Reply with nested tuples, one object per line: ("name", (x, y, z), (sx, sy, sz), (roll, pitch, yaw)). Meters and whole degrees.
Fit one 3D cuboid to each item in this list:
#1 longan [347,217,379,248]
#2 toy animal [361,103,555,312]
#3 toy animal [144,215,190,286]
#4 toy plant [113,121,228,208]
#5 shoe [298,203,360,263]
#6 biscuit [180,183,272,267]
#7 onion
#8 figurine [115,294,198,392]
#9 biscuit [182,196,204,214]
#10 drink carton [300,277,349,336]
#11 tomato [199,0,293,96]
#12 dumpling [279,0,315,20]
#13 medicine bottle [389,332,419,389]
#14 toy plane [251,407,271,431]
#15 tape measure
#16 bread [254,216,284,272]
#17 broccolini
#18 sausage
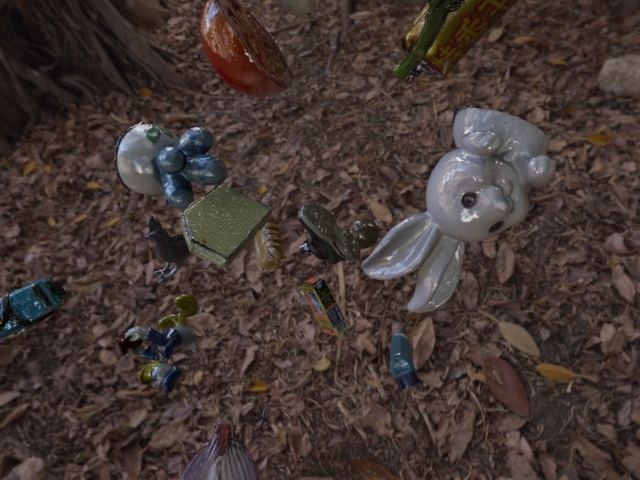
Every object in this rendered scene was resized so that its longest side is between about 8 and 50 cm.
("longan", (0.128, -0.018, 1.436), (0.106, 0.119, 0.106), (18, 52, -24))
("toy animal", (0.143, -0.023, 0.472), (0.221, 0.103, 0.131), (-62, 20, 0))
("toy animal", (-0.451, 0.040, 1.447), (0.081, 0.367, 0.206), (31, 96, 19))
("toy plant", (-0.418, -0.222, 1.373), (0.332, 0.247, 0.247), (16, 54, 30))
("shoe", (0.000, 0.000, 0.933), (0.099, 0.169, 0.071), (-29, 38, 32))
("biscuit", (-0.216, -0.037, 1.021), (0.150, 0.052, 0.252), (24, 32, 3))
("onion", (-0.303, 0.733, 1.429), (0.266, 0.159, 0.349), (9, 68, -1))
("figurine", (-0.552, 0.366, 1.589), (0.283, 0.205, 0.338), (12, 34, -33))
("biscuit", (-0.305, -0.051, 1.256), (0.152, 0.152, 0.020), (-29, 31, -12))
("drink carton", (0.012, 0.184, 1.283), (0.056, 0.166, 0.071), (-36, 20, -31))
("tomato", (-0.224, -0.523, 1.281), (0.143, 0.338, 0.339), (-31, 43, 19))
("dumpling", (-0.062, -0.708, 1.268), (0.111, 0.181, 0.155), (9, 83, 8))
("medicine bottle", (0.296, 0.426, 1.668), (0.079, 0.124, 0.258), (-25, 8, 13))
("toy plane", (-0.203, 0.630, 1.610), (0.024, 0.077, 0.085), (16, 87, 63))
("tape measure", (-0.530, 0.120, 0.814), (0.125, 0.081, 0.146), (-32, 8, -8))
("bread", (-0.188, 0.018, 1.697), (0.081, 0.134, 0.225), (11, 41, -28))
("broccolini", (0.120, -0.240, 0.500), (0.054, 0.239, 0.051), (14, 84, -4))
("sausage", (0.245, -0.402, 0.808), (0.125, 0.317, 0.117), (23, 51, -21))
